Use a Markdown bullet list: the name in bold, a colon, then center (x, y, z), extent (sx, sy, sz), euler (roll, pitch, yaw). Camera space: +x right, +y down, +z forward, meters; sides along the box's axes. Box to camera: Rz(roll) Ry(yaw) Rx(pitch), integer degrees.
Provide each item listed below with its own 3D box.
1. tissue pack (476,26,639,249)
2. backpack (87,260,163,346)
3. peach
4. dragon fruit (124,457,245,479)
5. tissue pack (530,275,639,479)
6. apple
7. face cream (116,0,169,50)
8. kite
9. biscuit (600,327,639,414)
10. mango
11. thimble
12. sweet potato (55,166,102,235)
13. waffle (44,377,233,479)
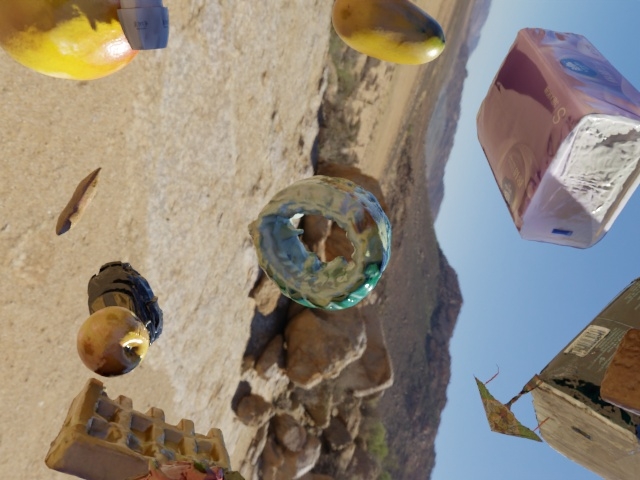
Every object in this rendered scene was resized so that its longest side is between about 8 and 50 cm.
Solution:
- **tissue pack**: center (0.394, -0.187, 0.879), extent (0.338, 0.160, 0.242), euler (-90, -171, -49)
- **backpack**: center (-0.547, 0.183, 1.430), extent (0.133, 0.206, 0.258), euler (-53, 126, -79)
- **peach**: center (-0.508, -0.461, 1.048), extent (0.289, 0.308, 0.289), euler (-53, -167, 19)
- **dragon fruit**: center (-0.173, 0.295, 0.482), extent (0.236, 0.135, 0.137), euler (-22, 150, -11)
- **tissue pack**: center (0.699, 0.303, 1.126), extent (0.417, 0.264, 0.253), euler (-37, 121, -20)
- **apple**: center (-0.425, 0.213, 1.064), extent (0.146, 0.147, 0.146), euler (19, 90, -82)
- **face cream**: center (-0.325, -0.404, 0.953), extent (0.091, 0.091, 0.095), euler (-57, 147, -61)
- **kite**: center (0.417, 0.354, 1.128), extent (0.006, 0.198, 0.244), euler (-21, 142, -31)
- **biscuit**: center (0.522, 0.150, 0.680), extent (0.302, 0.043, 0.278), euler (-27, -149, 23)
- **mango**: center (0.148, -0.467, 1.135), extent (0.139, 0.255, 0.175), euler (-63, -176, 17)
- **thimble**: center (0.000, 0.000, 1.062), extent (0.167, 0.288, 0.254), euler (-37, 145, -66)
- **sweet potato**: center (-0.662, -0.109, 1.417), extent (0.218, 0.051, 0.065), euler (-61, -155, -7)
- **waffle**: center (-0.319, 0.398, 0.979), extent (0.077, 0.348, 0.304), euler (-63, -162, -6)
